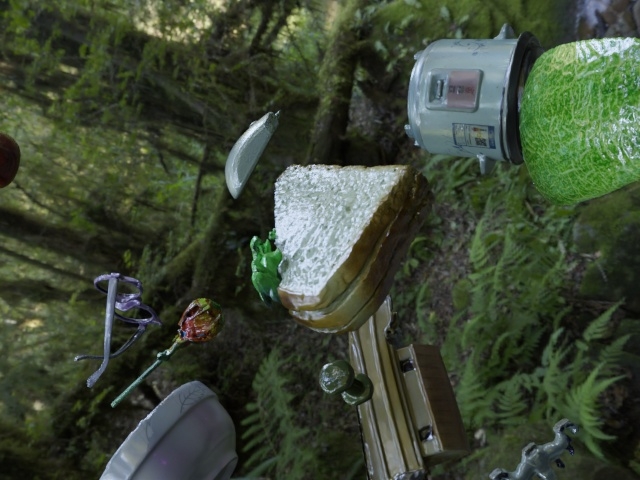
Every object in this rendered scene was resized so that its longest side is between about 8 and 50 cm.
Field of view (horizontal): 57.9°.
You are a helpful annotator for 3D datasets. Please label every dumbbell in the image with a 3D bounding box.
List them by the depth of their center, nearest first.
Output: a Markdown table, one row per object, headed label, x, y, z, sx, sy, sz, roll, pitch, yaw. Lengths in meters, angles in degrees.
| label | x | y | z | sx | sy | sz | roll | pitch | yaw |
| --- | --- | --- | --- | --- | --- | --- | --- | --- | --- |
| dumbbell | 0.039 | 0.206 | 0.834 | 0.052 | 0.118 | 0.046 | -24 | 60 | 10 |

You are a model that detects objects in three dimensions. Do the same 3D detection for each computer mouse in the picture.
| label | x | y | z | sx | sy | sz | roll | pitch | yaw |
| --- | --- | --- | --- | --- | --- | --- | --- | --- | --- |
| computer mouse | -0.130 | -0.164 | 1.052 | 0.181 | 0.056 | 0.089 | -59 | 12 | 13 |

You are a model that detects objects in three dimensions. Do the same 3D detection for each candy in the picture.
| label | x | y | z | sx | sy | sz | roll | pitch | yaw |
| --- | --- | --- | --- | --- | --- | --- | --- | --- | --- |
| candy | -0.210 | 0.156 | 0.786 | 0.201 | 0.060 | 0.060 | -44 | 23 | -1 |

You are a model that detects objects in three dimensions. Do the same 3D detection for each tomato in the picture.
| label | x | y | z | sx | sy | sz | roll | pitch | yaw |
| --- | --- | --- | --- | --- | --- | --- | --- | --- | --- |
| tomato | -0.457 | -0.112 | 0.791 | 0.075 | 0.087 | 0.087 | 27 | 102 | 59 |

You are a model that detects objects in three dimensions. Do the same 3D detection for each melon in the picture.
| label | x | y | z | sx | sy | sz | roll | pitch | yaw |
| --- | --- | --- | --- | --- | --- | --- | --- | --- | --- |
| melon | 0.327 | -0.143 | 0.654 | 0.323 | 0.124 | 0.196 | -136 | 36 | -89 |

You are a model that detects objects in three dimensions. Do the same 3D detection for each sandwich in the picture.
| label | x | y | z | sx | sy | sz | roll | pitch | yaw |
| --- | --- | --- | --- | --- | --- | --- | --- | --- | --- |
| sandwich | -0.003 | -0.003 | 0.842 | 0.289 | 0.099 | 0.254 | 11 | 62 | 49 |

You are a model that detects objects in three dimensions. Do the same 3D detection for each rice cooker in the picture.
| label | x | y | z | sx | sy | sz | roll | pitch | yaw |
| --- | --- | --- | --- | --- | --- | --- | --- | --- | --- |
| rice cooker | 0.344 | -0.292 | 1.203 | 0.317 | 0.264 | 0.316 | -1 | 89 | 30 |

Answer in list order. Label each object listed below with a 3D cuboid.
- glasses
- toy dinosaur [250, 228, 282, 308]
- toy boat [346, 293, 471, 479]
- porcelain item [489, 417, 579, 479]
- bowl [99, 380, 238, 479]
| label | x | y | z | sx | sy | sz | roll | pitch | yaw |
| --- | --- | --- | --- | --- | --- | --- | --- | --- | --- |
| glasses | -0.230 | 0.110 | 0.658 | 0.139 | 0.063 | 0.103 | 95 | 180 | -57 |
| toy dinosaur | -0.074 | 0.158 | 1.612 | 0.374 | 0.144 | 0.499 | -104 | -10 | -54 |
| toy boat | 0.148 | 0.297 | 0.944 | 0.136 | 0.162 | 0.445 | 64 | -166 | -53 |
| porcelain item | 0.293 | 0.300 | 0.751 | 0.075 | 0.136 | 0.021 | 55 | 174 | 8 |
| bowl | -0.249 | 0.406 | 1.020 | 0.287 | 0.144 | 0.287 | -52 | -16 | -21 |
